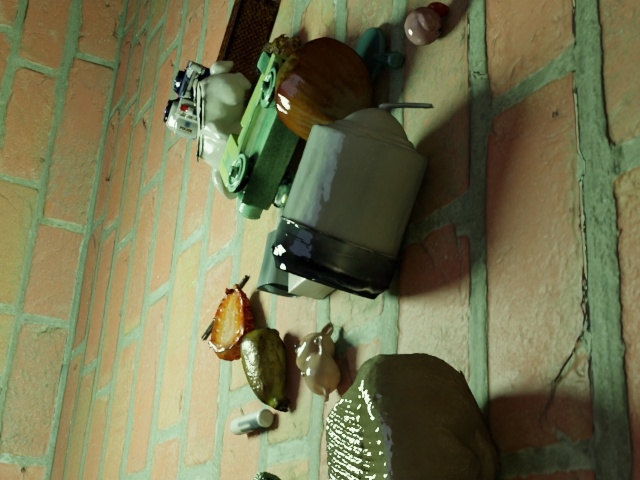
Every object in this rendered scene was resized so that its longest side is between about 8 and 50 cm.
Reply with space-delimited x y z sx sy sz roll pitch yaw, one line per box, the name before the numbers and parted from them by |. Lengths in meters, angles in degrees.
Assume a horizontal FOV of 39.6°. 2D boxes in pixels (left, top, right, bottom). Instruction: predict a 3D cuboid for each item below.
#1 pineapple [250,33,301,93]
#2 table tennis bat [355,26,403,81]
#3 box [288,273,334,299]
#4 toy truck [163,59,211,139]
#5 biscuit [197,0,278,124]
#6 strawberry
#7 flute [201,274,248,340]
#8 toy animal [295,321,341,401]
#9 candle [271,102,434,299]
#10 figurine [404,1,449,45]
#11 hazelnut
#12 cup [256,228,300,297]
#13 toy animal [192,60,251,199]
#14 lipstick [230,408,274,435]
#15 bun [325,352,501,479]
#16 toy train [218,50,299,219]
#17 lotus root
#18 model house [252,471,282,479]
pineapple | -0.115 -0.417 2.188 0.225 0.076 0.224 -43 39 49
table tennis bat | 0.109 -0.362 1.765 0.201 0.033 0.124 -149 70 -65
box | 0.000 0.000 1.740 0.135 0.081 0.199 -41 44 49
toy truck | -0.351 -0.391 2.495 0.177 0.161 0.213 -133 61 -82
biscuit | -0.224 -0.473 2.390 0.073 0.107 0.388 36 109 65
strawberry | -0.186 0.191 2.024 0.121 0.082 0.188 -28 40 31
flute | -0.239 0.169 2.196 0.269 0.014 0.014 -52 34 38
toy animal | -0.002 0.228 1.637 0.083 0.089 0.150 -32 41 25
candle | 0.058 -0.081 1.512 0.221 0.221 0.342 20 92 64
figurine | 0.184 -0.382 1.587 0.083 0.067 0.071 117 176 -58
hazelnut | 0.003 -0.287 1.753 0.210 0.186 0.210 -167 90 -71
cup | -0.078 0.054 1.850 0.128 0.095 0.129 -24 53 60
toy animal | -0.245 -0.278 2.243 0.208 0.154 0.325 -105 20 -48
lipstick | -0.144 0.382 1.869 0.141 0.040 0.040 -31 50 54
bun | 0.130 0.282 1.204 0.281 0.205 0.281 179 90 -68
toy train | -0.110 -0.252 2.006 0.397 0.160 0.253 -67 23 19
lotus root | -0.112 0.267 1.812 0.108 0.095 0.190 81 178 -56
model house | -0.095 0.494 1.684 0.083 0.066 0.078 45 119 59
